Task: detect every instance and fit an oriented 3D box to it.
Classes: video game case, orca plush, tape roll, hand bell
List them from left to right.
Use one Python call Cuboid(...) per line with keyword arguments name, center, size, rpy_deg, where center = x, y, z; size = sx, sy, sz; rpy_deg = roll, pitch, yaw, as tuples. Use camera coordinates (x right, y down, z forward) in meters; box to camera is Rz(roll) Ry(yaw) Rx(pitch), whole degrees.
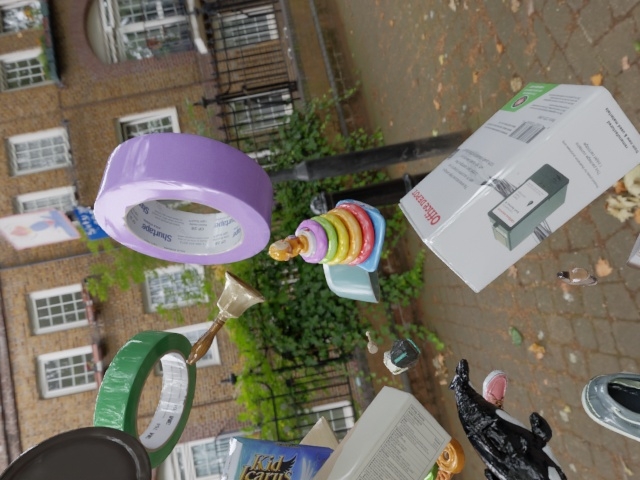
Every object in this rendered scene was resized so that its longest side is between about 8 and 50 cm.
Cuboid(name="tape roll", center=(-0.413, 0.384, 1.114), size=(0.321, 0.077, 0.321), rpy_deg=(4, -90, -79))
Cuboid(name="tape roll", center=(-0.218, -0.055, 0.757), size=(0.275, 0.275, 0.090), rpy_deg=(81, -171, -61))
Cuboid(name="hand bell", center=(-0.261, 0.210, 1.153), size=(0.126, 0.242, 0.126), rpy_deg=(37, 176, 3))
Cuboid(name="video game case", center=(-0.093, 0.567, 0.973), size=(0.061, 0.269, 0.244), rpy_deg=(-12, 62, 55))
Cuboid(name="orca plush", center=(0.316, 0.338, 0.817), size=(0.102, 0.151, 0.287), rpy_deg=(29, -151, -40))

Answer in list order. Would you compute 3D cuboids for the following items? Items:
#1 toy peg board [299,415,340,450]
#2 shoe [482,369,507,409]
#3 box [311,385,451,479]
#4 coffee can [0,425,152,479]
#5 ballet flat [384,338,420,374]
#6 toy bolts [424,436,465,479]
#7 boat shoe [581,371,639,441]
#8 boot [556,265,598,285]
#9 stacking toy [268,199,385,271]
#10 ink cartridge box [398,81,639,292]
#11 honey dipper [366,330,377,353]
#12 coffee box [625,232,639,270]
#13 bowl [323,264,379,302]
Cuboid(name="toy peg board", center=(0.010, 0.611, 1.261), size=(0.079, 0.160, 0.161), rpy_deg=(39, -179, -27))
Cuboid(name="shoe", center=(0.466, 0.439, 1.204), size=(0.081, 0.063, 0.178), rpy_deg=(-106, 28, -73))
Cuboid(name="box", center=(0.115, 0.477, 0.952), size=(0.148, 0.311, 0.121), rpy_deg=(49, 159, -8))
Cuboid(name="coffee can", center=(-0.343, 0.447, 0.662), size=(0.201, 0.202, 0.275), rpy_deg=(-103, 17, -61))
Cuboid(name="ballet flat", center=(0.236, 0.347, 1.359), size=(0.095, 0.096, 0.280), rpy_deg=(49, 175, 22))
Cuboid(name="toy bolts", center=(0.423, 0.717, 1.379), size=(0.218, 0.158, 0.228), rpy_deg=(-58, 39, 32))
Cuboid(name="boat shoe", center=(0.576, 0.277, 0.676), size=(0.116, 0.319, 0.099), rpy_deg=(-64, -29, -25))
Cuboid(name="boot", center=(0.680, 0.096, 1.176), size=(0.118, 0.087, 0.042), rpy_deg=(167, 116, -78))
Cuboid(name="stacking toy", center=(0.000, 0.000, 1.101), size=(0.175, 0.302, 0.165), rpy_deg=(27, 118, 43))
Cuboid(name="ink cartridge box", center=(0.279, -0.090, 0.690), size=(0.121, 0.289, 0.211), rpy_deg=(43, -165, -15))
Cuboid(name="honey dipper", center=(0.171, 0.344, 1.558), size=(0.160, 0.030, 0.030), rpy_deg=(-100, -1, -83))
Cuboid(name="coffee box", center=(0.952, 0.027, 1.219), size=(0.297, 0.168, 0.119), rpy_deg=(24, -90, -60))
Cuboid(name="bowl", center=(0.107, 0.084, 1.653), size=(0.311, 0.163, 0.311), rpy_deg=(-11, -90, -77))
